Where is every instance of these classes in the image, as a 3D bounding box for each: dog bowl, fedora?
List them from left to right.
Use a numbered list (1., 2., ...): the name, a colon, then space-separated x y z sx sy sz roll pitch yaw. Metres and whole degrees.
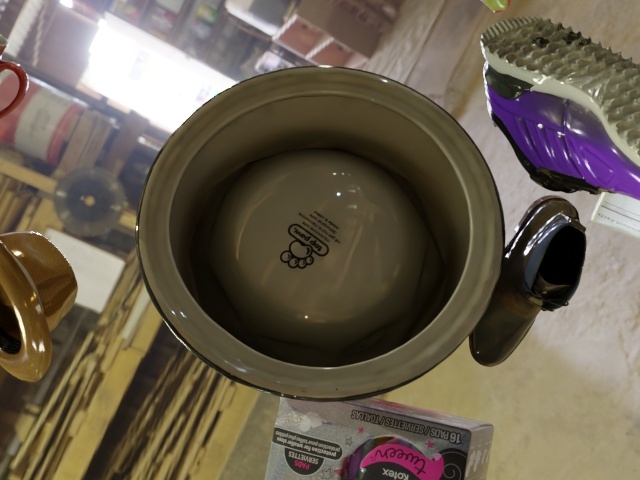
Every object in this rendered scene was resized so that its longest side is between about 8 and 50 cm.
1. fedora: -0.300 0.045 0.695 0.079 0.194 0.194 -30 -10 -41
2. dog bowl: 0.000 0.000 0.838 0.150 0.408 0.408 95 -169 -67

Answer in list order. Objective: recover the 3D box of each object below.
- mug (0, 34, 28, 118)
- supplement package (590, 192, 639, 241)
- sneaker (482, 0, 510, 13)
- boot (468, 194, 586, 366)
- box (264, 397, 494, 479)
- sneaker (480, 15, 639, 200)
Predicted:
1. mug: -0.524 -0.222 1.016 0.169 0.150 0.113 -63 -18 16
2. supplement package: 0.498 -0.101 1.052 0.105 0.105 0.179 -48 -25 -40
3. sneaker: 0.249 -0.317 0.741 0.208 0.094 0.081 -29 10 13
4. boot: 0.226 0.056 0.781 0.106 0.082 0.219 -59 -9 -78
5. box: 0.076 0.281 0.892 0.163 0.247 0.142 25 -107 -64
6. sneaker: 0.265 -0.092 0.671 0.293 0.102 0.146 52 160 38
